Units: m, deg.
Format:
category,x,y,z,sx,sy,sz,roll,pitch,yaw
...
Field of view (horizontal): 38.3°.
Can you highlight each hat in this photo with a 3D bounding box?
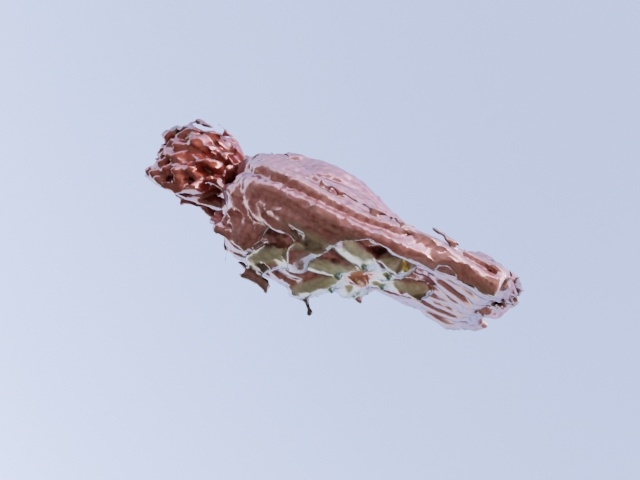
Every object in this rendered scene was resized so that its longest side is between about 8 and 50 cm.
category,x,y,z,sx,sy,sz,roll,pitch,yaw
hat,0.000,0.000,0.673,0.286,0.237,0.107,26,-102,5
